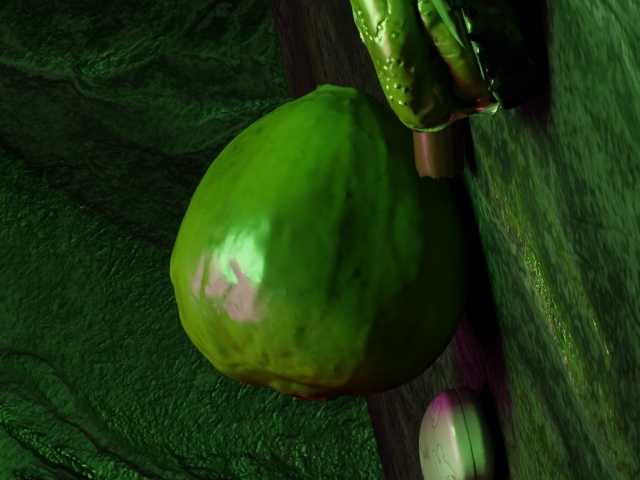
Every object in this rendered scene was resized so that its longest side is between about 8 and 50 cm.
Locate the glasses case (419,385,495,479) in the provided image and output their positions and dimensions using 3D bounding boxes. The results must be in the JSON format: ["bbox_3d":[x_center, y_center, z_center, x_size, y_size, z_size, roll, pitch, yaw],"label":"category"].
[{"bbox_3d":[0.159,0.251,2.206,0.297,0.075,0.113,95,164,-72],"label":"glasses case"}]

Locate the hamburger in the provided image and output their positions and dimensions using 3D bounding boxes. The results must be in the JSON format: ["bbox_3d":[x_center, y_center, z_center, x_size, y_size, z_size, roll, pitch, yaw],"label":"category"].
[{"bbox_3d":[0.084,-0.188,1.512,0.214,0.125,0.235,59,-169,-9],"label":"hamburger"}]

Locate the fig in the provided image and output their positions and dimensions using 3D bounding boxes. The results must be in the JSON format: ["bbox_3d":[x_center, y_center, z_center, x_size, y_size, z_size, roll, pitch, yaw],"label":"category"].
[{"bbox_3d":[0.010,0.005,2.033,0.343,0.343,0.343,168,90,-85],"label":"fig"}]

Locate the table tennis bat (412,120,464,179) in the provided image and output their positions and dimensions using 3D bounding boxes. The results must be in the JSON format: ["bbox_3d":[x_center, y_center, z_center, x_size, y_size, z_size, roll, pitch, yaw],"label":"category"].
[{"bbox_3d":[0.100,-0.257,1.811,0.268,0.051,0.415,-112,13,-63],"label":"table tennis bat"}]
